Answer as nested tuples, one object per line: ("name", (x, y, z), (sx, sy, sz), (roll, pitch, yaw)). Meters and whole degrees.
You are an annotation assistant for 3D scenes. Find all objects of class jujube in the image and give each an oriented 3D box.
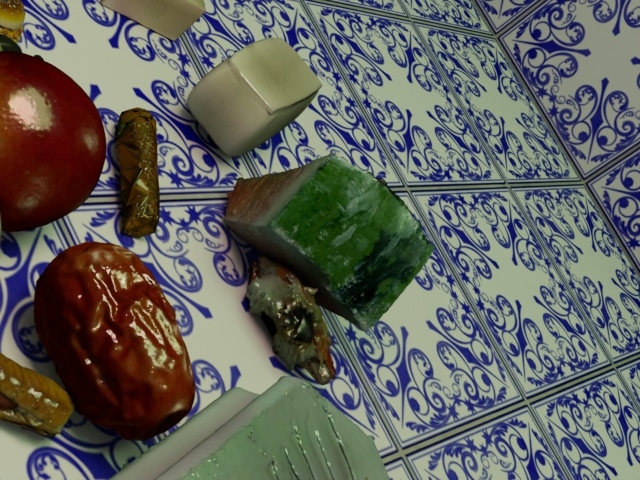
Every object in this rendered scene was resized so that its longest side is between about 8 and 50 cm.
("jujube", (-0.250, 0.121, 1.444), (0.250, 0.174, 0.174), (55, 30, 10))

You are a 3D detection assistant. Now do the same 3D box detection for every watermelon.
("watermelon", (-0.002, 0.011, 1.853), (0.264, 0.302, 0.151), (43, 59, -28))

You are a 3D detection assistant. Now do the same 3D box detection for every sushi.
("sushi", (-0.044, 0.120, 1.806), (0.226, 0.097, 0.103), (56, 33, 8))

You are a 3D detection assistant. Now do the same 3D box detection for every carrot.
("carrot", (-0.271, -0.104, 1.754), (0.069, 0.069, 0.228), (26, 41, -39))

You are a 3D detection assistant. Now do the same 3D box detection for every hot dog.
("hot dog", (-0.399, 0.138, 1.321), (0.289, 0.068, 0.083), (33, 29, -30))

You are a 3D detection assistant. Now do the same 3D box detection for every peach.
("peach", (-0.381, -0.119, 1.483), (0.243, 0.199, 0.243), (27, 55, -46))

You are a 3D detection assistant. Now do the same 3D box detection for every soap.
("soap", (-0.080, 0.331, 1.438), (0.446, 0.156, 0.261), (-31, 98, -62))

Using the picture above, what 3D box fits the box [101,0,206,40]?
("box", (-0.306, -0.481, 2.068), (0.168, 0.095, 0.212), (20, 43, -40))

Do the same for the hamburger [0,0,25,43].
("hamburger", (-0.480, -0.335, 1.680), (0.126, 0.081, 0.141), (20, 42, -44))

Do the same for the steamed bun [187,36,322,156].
("steamed bun", (-0.123, -0.239, 2.001), (0.146, 0.164, 0.242), (51, 31, -1))

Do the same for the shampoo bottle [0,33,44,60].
("shampoo bottle", (-0.472, -0.234, 1.569), (0.284, 0.101, 0.101), (2, 57, -54))
